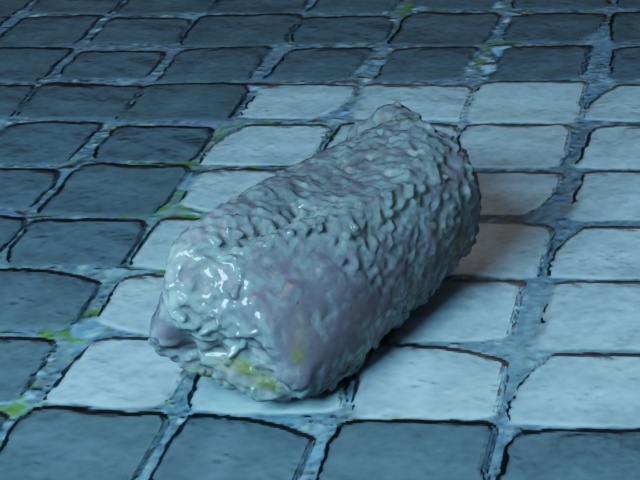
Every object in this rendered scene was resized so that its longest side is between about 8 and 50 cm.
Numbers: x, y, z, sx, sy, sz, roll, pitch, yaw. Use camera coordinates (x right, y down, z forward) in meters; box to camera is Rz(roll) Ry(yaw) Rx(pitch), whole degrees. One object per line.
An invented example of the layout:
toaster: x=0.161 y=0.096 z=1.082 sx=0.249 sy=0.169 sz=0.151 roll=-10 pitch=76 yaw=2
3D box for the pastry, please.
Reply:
pastry: x=0.013 y=0.002 z=1.055 sx=0.112 sy=0.103 sz=0.265 roll=13 pitch=30 yaw=20
